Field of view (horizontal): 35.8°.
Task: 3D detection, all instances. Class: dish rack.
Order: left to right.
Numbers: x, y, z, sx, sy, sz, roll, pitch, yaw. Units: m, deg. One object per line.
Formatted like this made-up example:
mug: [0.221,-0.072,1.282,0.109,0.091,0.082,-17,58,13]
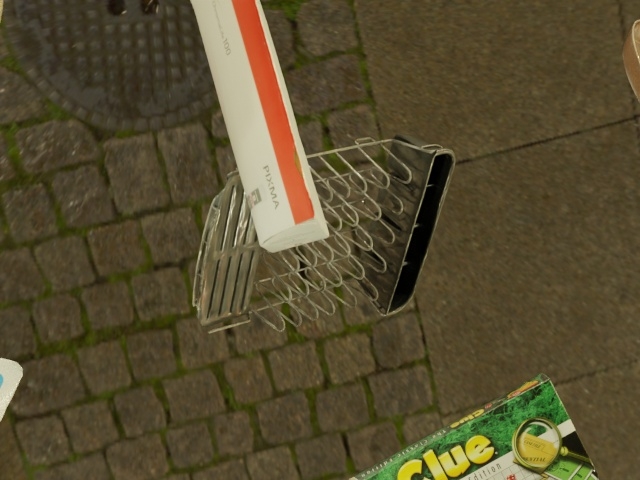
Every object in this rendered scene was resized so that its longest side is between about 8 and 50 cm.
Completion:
dish rack: [0.000,0.000,1.001,0.272,0.074,0.208,-15,130,-38]

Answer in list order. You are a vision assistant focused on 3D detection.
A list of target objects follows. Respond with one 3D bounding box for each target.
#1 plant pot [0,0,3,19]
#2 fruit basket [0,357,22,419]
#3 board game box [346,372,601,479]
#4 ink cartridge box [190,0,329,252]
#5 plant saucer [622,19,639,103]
plant pot: [-0.421,-0.163,0.869,0.334,0.305,0.333,12,66,-27]
fruit basket: [-0.352,0.169,0.437,0.327,0.165,0.353,25,98,-30]
board game box: [0.144,0.255,1.002,0.260,0.030,0.136,-29,95,-2]
ink cartridge box: [-0.047,-0.094,0.674,0.066,0.232,0.189,-16,85,5]
plant saucer: [0.406,-0.182,1.175,0.029,0.168,0.168,-29,110,35]
